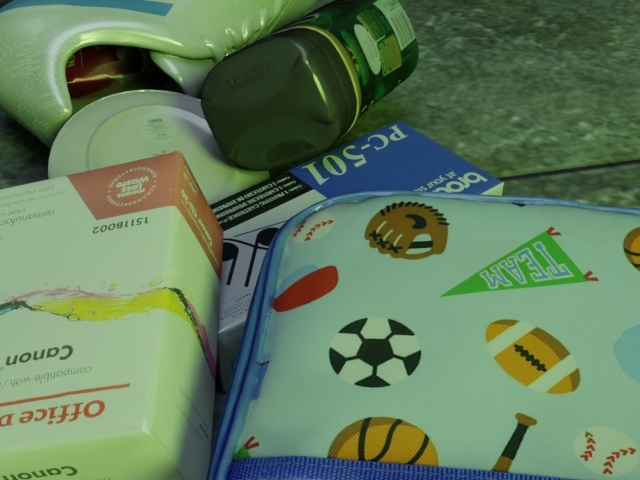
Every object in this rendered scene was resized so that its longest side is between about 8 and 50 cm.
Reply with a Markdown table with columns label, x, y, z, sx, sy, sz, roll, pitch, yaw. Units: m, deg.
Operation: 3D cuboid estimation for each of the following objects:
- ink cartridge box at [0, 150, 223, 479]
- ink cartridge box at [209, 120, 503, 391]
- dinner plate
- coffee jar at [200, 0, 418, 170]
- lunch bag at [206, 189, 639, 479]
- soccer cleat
| label | x | y | z | sx | sy | sz | roll | pitch | yaw |
| --- | --- | --- | --- | --- | --- | --- | --- | --- | --- |
| ink cartridge box | -0.111 | 0.059 | 0.415 | 0.115 | 0.067 | 0.198 | -12 | 48 | 10 |
| ink cartridge box | 0.000 | 0.000 | 0.545 | 0.207 | 0.046 | 0.097 | -26 | 45 | -29 |
| dinner plate | -0.100 | -0.047 | 0.588 | 0.141 | 0.017 | 0.141 | 9 | 53 | -12 |
| coffee jar | -0.003 | -0.112 | 0.626 | 0.096 | 0.079 | 0.184 | -18 | 15 | 29 |
| lunch bag | 0.113 | 0.090 | 0.376 | 0.304 | 0.114 | 0.243 | 4 | 40 | 8 |
| soccer cleat | -0.094 | -0.158 | 0.717 | 0.331 | 0.116 | 0.143 | -28 | 59 | -26 |
